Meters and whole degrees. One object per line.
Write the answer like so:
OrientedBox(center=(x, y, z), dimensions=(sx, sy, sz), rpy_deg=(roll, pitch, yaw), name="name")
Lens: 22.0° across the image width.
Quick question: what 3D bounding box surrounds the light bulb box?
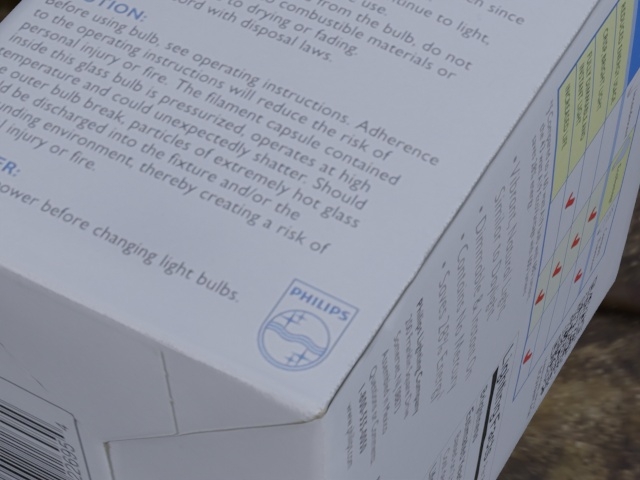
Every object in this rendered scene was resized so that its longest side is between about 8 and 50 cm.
OrientedBox(center=(0.000, 0.000, 0.820), dimensions=(0.225, 0.358, 0.361), rpy_deg=(25, 57, 18), name="light bulb box")
